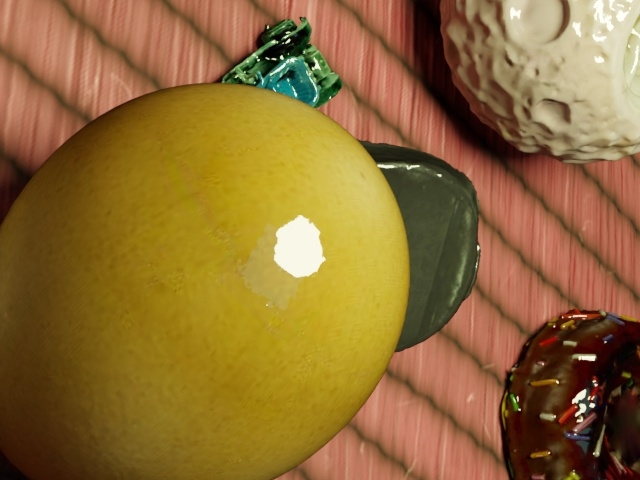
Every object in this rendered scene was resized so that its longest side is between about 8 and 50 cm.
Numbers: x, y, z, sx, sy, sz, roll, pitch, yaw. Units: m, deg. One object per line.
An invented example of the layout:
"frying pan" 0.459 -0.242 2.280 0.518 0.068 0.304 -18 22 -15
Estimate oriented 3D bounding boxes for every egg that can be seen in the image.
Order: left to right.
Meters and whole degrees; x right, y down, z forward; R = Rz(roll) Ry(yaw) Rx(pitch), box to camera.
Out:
"egg" -0.090 0.044 0.812 0.250 0.322 0.250 33 32 -24

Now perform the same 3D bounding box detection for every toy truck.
"toy truck" -0.037 -0.118 1.017 0.154 0.078 0.080 -44 113 -33

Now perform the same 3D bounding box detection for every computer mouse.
"computer mouse" -0.001 -0.002 1.015 0.295 0.087 0.168 6 111 -25

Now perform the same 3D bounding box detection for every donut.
"donut" 0.281 0.176 1.227 0.235 0.089 0.235 5 81 -36

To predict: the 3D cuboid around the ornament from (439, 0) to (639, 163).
"ornament" 0.230 -0.199 1.139 0.259 0.225 0.259 -19 122 -33
